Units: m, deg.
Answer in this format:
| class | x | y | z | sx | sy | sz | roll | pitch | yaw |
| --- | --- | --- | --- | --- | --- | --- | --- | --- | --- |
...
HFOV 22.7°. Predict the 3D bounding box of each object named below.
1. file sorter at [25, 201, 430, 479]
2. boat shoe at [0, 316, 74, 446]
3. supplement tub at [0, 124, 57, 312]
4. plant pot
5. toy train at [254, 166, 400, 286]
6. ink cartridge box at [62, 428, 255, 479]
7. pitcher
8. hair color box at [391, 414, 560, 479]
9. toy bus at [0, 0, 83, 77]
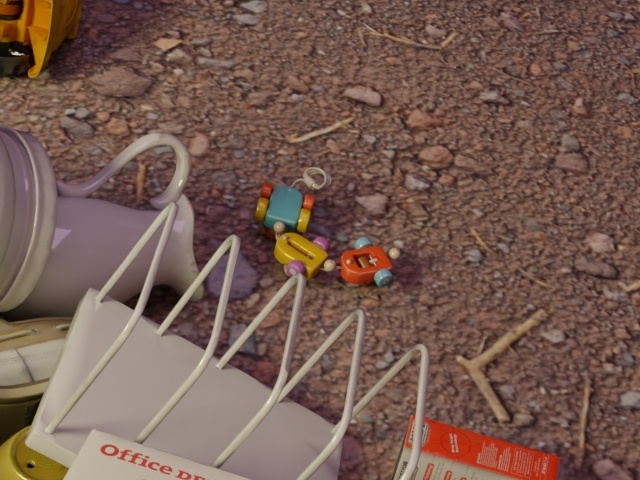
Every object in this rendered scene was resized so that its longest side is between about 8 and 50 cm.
| class | x | y | z | sx | sy | sz | roll | pitch | yaw |
| --- | --- | --- | --- | --- | --- | --- | --- | --- | --- |
| file sorter | -0.068 | 0.124 | 1.353 | 0.278 | 0.173 | 0.193 | 30 | 34 | -14 |
| boat shoe | -0.299 | 0.131 | 1.418 | 0.302 | 0.113 | 0.103 | -2 | 42 | -31 |
| supplement tub | -0.382 | -0.033 | 1.349 | 0.272 | 0.191 | 0.191 | 9 | 36 | -41 |
| plant pot | -0.233 | 0.209 | 1.353 | 0.134 | 0.095 | 0.134 | 7 | 42 | -7 |
| toy train | 0.000 | 0.000 | 1.675 | 0.125 | 0.046 | 0.166 | -15 | 52 | -29 |
| ink cartridge box | -0.142 | 0.259 | 1.195 | 0.160 | 0.092 | 0.219 | 17 | 36 | 5 |
| pitcher | -0.217 | -0.011 | 1.523 | 0.207 | 0.178 | 0.125 | -8 | 18 | -30 |
| hair color box | 0.140 | 0.214 | 1.460 | 0.141 | 0.072 | 0.043 | 16 | 43 | 2 |
| toy bus | -0.374 | -0.305 | 1.843 | 0.220 | 0.149 | 0.211 | 18 | 30 | 9 |
